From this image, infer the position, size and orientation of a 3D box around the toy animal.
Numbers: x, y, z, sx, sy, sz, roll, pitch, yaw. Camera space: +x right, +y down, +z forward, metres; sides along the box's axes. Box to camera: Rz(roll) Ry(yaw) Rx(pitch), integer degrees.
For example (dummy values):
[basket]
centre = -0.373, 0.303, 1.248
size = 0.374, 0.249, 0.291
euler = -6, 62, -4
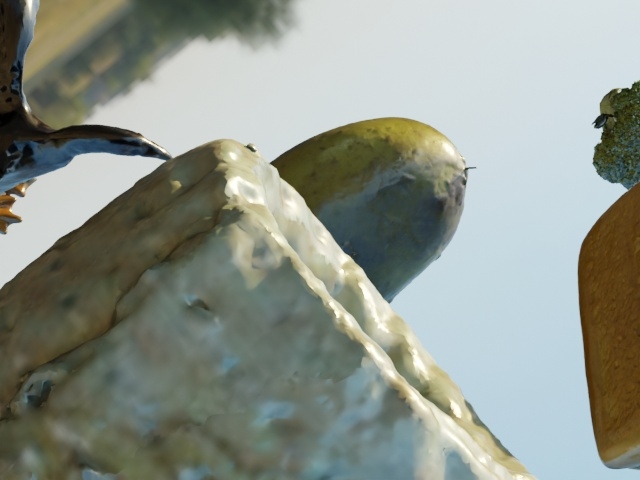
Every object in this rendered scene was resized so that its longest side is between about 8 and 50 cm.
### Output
[toy animal]
centre = -0.193, -0.068, 1.181
size = 0.160, 0.197, 0.273
euler = 126, -25, -61

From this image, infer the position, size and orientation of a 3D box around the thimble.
[thimble]
centre = -0.036, 0.097, 0.952
size = 0.195, 0.291, 0.291
euler = -41, -171, 2

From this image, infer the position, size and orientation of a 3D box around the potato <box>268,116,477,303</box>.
[potato]
centre = 0.000, 0.000, 1.368
size = 0.251, 0.149, 0.113
euler = -27, -138, 13

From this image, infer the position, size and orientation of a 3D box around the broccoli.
[broccoli]
centre = 0.326, -0.107, 1.901
size = 0.131, 0.130, 0.120
euler = -33, -134, -4

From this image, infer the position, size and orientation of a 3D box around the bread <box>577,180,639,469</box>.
[bread]
centre = 0.210, 0.048, 1.135
size = 0.116, 0.077, 0.200
euler = -41, -150, 33
